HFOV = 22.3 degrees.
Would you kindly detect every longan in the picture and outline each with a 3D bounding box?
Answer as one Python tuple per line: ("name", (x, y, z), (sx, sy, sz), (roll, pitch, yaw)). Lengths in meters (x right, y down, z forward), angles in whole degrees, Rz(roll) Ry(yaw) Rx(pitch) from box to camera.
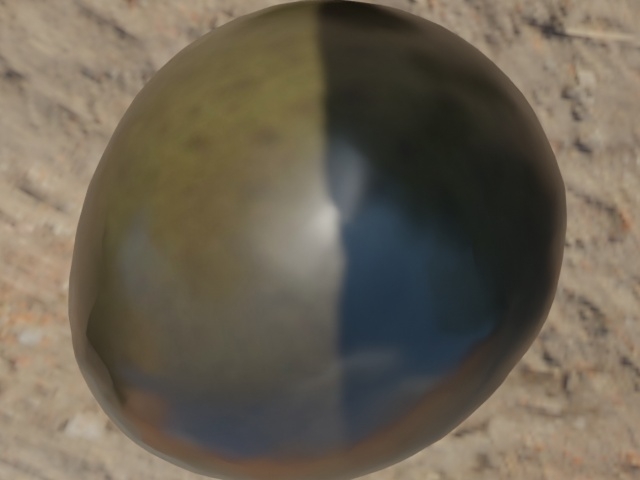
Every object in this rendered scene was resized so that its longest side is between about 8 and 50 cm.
("longan", (0.000, 0.000, 0.655), (0.197, 0.220, 0.196), (12, 121, 20))
